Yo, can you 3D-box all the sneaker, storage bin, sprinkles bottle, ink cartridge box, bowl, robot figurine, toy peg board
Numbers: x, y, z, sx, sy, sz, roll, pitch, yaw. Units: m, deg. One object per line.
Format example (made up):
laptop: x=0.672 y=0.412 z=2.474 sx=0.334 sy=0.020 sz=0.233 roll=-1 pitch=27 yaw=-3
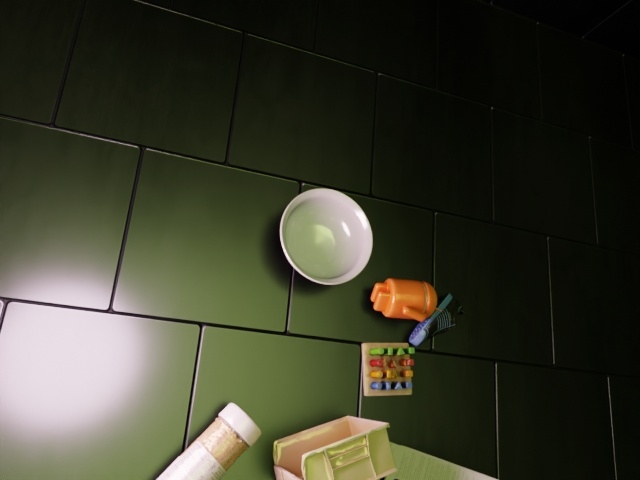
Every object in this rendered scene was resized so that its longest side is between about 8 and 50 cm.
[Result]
sneaker: x=0.387 y=0.275 z=1.730 sx=0.090 sy=0.081 sz=0.232 roll=46 pitch=65 yaw=2
storage bin: x=0.026 y=0.575 z=1.410 sx=0.261 sy=0.262 sz=0.123 roll=-11 pitch=81 yaw=-23
sprinkles bottle: x=-0.314 y=0.587 z=1.353 sx=0.121 sy=0.121 sz=0.355 roll=48 pitch=65 yaw=-3
ink cartridge box: x=0.326 y=0.714 z=1.501 sx=0.371 sy=0.069 sz=0.175 roll=10 pitch=65 yaw=28
bowl: x=0.000 y=0.000 z=1.631 sx=0.298 sy=0.134 sz=0.297 roll=6 pitch=73 yaw=-20
robot figurine: x=0.275 y=0.188 z=1.680 sx=0.220 sy=0.158 sz=0.128 roll=6 pitch=84 yaw=-14
toy peg board: x=0.219 y=0.396 z=1.634 sx=0.161 sy=0.079 sz=0.160 roll=4 pitch=74 yaw=-19
